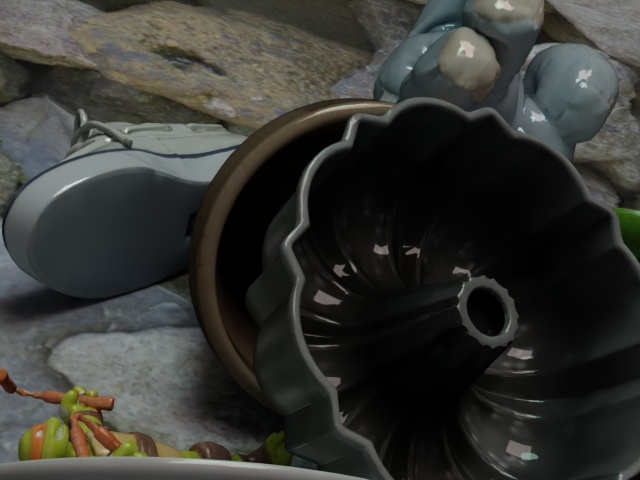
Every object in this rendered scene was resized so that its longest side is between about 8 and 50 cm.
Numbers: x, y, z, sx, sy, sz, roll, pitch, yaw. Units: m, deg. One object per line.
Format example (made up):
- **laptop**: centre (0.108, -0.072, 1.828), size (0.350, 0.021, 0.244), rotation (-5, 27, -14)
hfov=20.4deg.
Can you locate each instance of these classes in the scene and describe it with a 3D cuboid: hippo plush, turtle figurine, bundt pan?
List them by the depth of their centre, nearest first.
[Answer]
- **turtle figurine**: centre (-0.117, 0.163, 1.228), size (0.217, 0.087, 0.269), rotation (14, 1, -20)
- **bundt pan**: centre (0.084, 0.070, 1.278), size (0.330, 0.124, 0.331), rotation (15, 62, -29)
- **hippo plush**: centre (0.194, -0.142, 1.862), size (0.236, 0.294, 0.234), rotation (36, 5, -17)

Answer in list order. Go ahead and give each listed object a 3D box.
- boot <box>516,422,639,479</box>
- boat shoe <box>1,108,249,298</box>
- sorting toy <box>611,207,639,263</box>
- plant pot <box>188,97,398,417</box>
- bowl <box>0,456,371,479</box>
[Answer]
- **boot**: centre (0.253, 0.206, 1.358), size (0.178, 0.085, 0.236), rotation (-14, 61, 0)
- **boat shoe**: centre (-0.177, -0.056, 1.589), size (0.156, 0.136, 0.367), rotation (30, 27, 27)
- **sorting toy**: centre (0.242, 0.044, 1.554), size (0.365, 0.127, 0.126), rotation (21, 69, 5)
- **plant pot**: centre (0.000, 0.000, 1.481), size (0.263, 0.263, 0.229), rotation (6, 11, -18)
- **bowl**: centre (-0.077, 0.217, 1.036), size (0.297, 0.134, 0.298), rotation (3, -17, 1)
